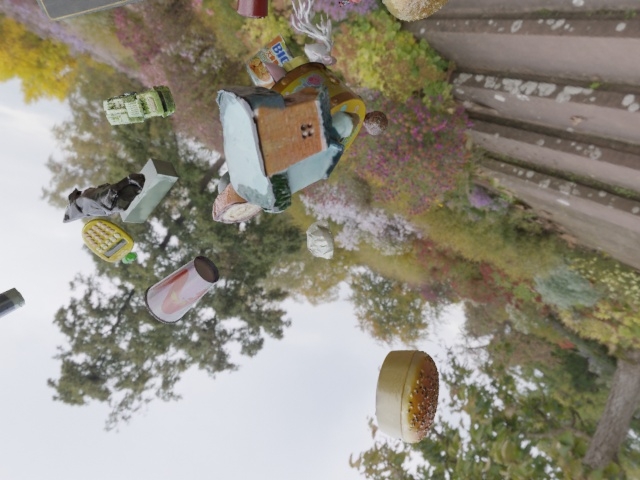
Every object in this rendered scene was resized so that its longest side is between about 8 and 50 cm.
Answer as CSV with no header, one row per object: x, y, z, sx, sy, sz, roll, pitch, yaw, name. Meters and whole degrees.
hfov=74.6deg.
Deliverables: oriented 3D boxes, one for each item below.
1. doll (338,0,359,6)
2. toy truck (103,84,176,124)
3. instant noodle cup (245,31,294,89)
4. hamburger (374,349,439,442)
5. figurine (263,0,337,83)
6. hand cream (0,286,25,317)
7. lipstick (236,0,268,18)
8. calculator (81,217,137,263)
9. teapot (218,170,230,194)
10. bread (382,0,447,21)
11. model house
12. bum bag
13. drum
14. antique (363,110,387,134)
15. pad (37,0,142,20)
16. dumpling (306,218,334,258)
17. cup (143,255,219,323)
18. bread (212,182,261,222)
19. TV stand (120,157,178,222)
0.137,-0.970,1.664,0.169,0.109,0.057,-2,116,60,doll
-0.515,-0.371,1.169,0.191,0.085,0.116,-6,-156,14,toy truck
-0.204,-0.786,1.981,0.296,0.214,0.296,58,-170,-16,instant noodle cup
0.284,0.489,1.341,0.176,0.300,0.300,6,-179,23,hamburger
-0.069,-0.715,1.566,0.284,0.315,0.206,56,-178,-16,figurine
-0.825,0.194,0.965,0.048,0.079,0.255,5,-151,41,hand cream
-0.151,-0.651,0.972,0.080,0.241,0.080,8,-143,-6,lipstick
-0.843,0.007,1.689,0.235,0.146,0.032,52,179,-35,calculator
-0.369,-0.255,1.920,0.183,0.183,0.251,23,-166,-16,teapot
0.286,-0.721,1.077,0.159,0.305,0.305,40,-166,24,bread
-0.048,-0.222,0.903,0.291,0.253,0.184,-24,-143,-23,model house
-0.711,-0.132,1.371,0.340,0.144,0.095,-8,148,21,bum bag
-0.044,-0.430,1.593,0.214,0.431,0.431,45,-166,15,drum
0.232,-0.489,1.746,0.104,0.104,0.104,25,-171,-4,antique
-0.683,-0.760,1.212,0.375,0.315,0.063,-9,-148,9,pad
0.000,0.000,1.930,0.127,0.188,0.108,-13,-166,-5,dumpling
-0.574,0.197,1.770,0.203,0.288,0.203,44,-158,-23,cup
-0.304,-0.167,1.661,0.190,0.123,0.244,-4,163,-43,bread
-0.640,-0.178,1.546,0.088,0.269,0.083,4,-130,-55,TV stand
